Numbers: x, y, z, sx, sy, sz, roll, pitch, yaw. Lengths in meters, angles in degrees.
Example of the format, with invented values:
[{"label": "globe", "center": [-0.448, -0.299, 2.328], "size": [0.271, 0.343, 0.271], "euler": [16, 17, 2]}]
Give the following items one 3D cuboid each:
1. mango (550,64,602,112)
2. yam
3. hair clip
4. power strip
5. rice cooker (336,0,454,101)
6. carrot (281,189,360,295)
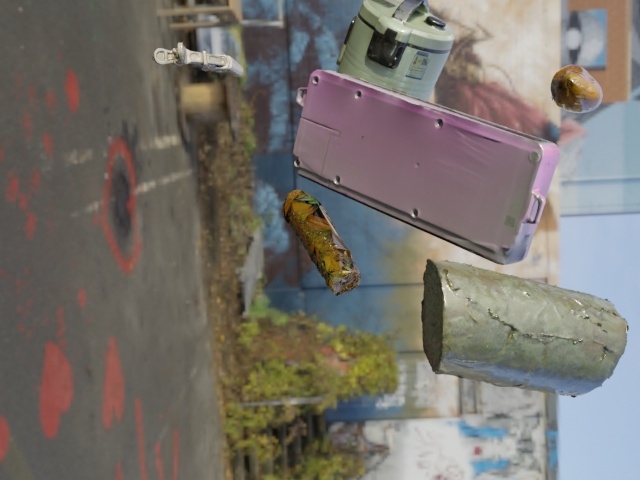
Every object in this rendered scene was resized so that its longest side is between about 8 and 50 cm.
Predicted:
[{"label": "mango", "center": [0.500, -0.290, 1.785], "size": [0.084, 0.105, 0.159], "euler": [-55, 177, 27]}, {"label": "yam", "center": [0.265, 0.124, 1.277], "size": [0.168, 0.304, 0.168], "euler": [-168, -90, -70]}, {"label": "hair clip", "center": [-0.221, -0.357, 1.800], "size": [0.226, 0.072, 0.034], "euler": [0, 84, -48]}, {"label": "power strip", "center": [0.085, -0.073, 0.828], "size": [0.037, 0.278, 0.109], "euler": [-8, 118, -50]}, {"label": "rice cooker", "center": [0.158, -0.404, 1.939], "size": [0.226, 0.226, 0.244], "euler": [-90, -158, -59]}, {"label": "carrot", "center": [0.000, 0.001, 1.402], "size": [0.229, 0.068, 0.069], "euler": [-121, -159, -47]}]
